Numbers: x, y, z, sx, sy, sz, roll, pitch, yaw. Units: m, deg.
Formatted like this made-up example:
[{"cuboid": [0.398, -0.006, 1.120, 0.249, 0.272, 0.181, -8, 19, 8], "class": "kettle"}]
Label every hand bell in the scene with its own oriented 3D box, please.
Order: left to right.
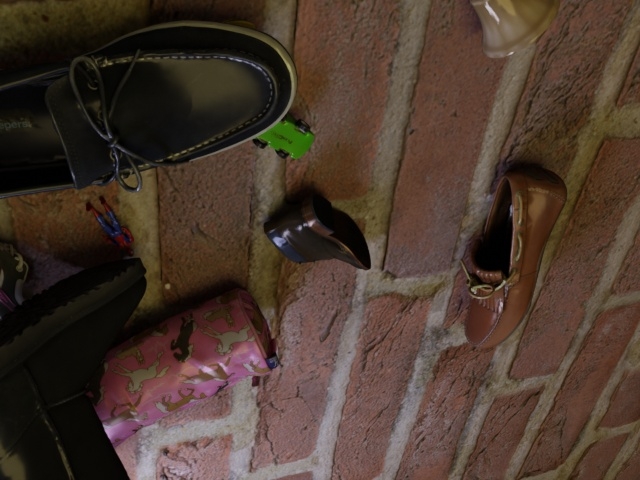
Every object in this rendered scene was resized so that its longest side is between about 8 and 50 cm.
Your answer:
[{"cuboid": [0.205, -0.375, 0.993, 0.126, 0.126, 0.242, -42, 120, 14], "class": "hand bell"}]

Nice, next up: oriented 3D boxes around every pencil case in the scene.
[{"cuboid": [-0.265, 0.230, 1.262, 0.386, 0.167, 0.160, -25, 168, -1], "class": "pencil case"}]

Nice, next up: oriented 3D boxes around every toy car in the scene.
[{"cuboid": [-0.108, -0.181, 1.040, 0.225, 0.053, 0.239, 23, 118, -37], "class": "toy car"}]

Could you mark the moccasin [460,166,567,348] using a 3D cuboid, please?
[{"cuboid": [0.332, 0.043, 1.368, 0.147, 0.139, 0.380, -3, 129, -20], "class": "moccasin"}]

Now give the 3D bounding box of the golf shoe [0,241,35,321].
[{"cuboid": [-0.487, 0.021, 1.037, 0.120, 0.105, 0.272, -26, 142, -26], "class": "golf shoe"}]

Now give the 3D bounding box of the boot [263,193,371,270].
[{"cuboid": [0.000, 0.000, 1.249, 0.106, 0.082, 0.219, -20, 143, 24], "class": "boot"}]

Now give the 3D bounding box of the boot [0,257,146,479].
[{"cuboid": [-0.327, 0.295, 1.087, 0.367, 0.146, 0.445, -40, 116, -46], "class": "boot"}]

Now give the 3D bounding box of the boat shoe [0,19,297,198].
[{"cuboid": [-0.270, -0.144, 0.887, 0.500, 0.156, 0.186, -9, 123, -6], "class": "boat shoe"}]

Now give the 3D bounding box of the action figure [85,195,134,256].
[{"cuboid": [-0.312, -0.015, 1.114, 0.038, 0.030, 0.115, -29, 136, -4], "class": "action figure"}]
